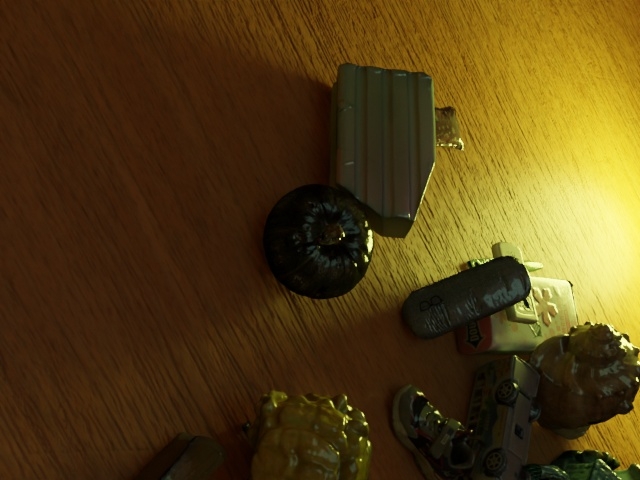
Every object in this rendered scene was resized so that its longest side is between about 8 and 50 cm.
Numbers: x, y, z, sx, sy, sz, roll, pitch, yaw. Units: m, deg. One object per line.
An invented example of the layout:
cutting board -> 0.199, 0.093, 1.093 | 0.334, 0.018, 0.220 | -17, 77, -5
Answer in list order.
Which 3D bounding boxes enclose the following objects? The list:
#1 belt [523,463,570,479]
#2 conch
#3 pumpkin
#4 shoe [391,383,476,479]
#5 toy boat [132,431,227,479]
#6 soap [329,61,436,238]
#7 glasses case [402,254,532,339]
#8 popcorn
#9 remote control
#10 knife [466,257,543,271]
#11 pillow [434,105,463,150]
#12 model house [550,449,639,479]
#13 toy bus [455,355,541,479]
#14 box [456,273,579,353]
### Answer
belt -> 0.478, 0.545, 1.679 | 0.152, 0.079, 0.121 | -11, 77, -20
conch -> 0.591, 0.330, 1.750 | 0.264, 0.186, 0.323 | 0, 106, -6
pumpkin -> 0.000, 0.000, 1.443 | 0.224, 0.157, 0.223 | 9, 72, -27
shoe -> 0.232, 0.385, 1.528 | 0.099, 0.126, 0.227 | -38, 102, -39
toy boat -> -0.251, 0.417, 1.124 | 0.321, 0.089, 0.121 | -47, 118, -40
soap -> 0.127, -0.186, 1.599 | 0.208, 0.115, 0.346 | 4, 68, -8
glasses case -> 0.310, 0.120, 1.637 | 0.283, 0.067, 0.109 | -22, 74, -4
popcorn -> -0.032, 0.352, 1.249 | 0.226, 0.249, 0.249 | 19, 56, 7
remote control -> 0.431, 0.093, 1.724 | 0.088, 0.029, 0.189 | 13, 59, -37
knife -> 0.460, 0.059, 1.913 | 0.293, 0.020, 0.043 | 0, 77, -40
pillow -> 0.278, -0.276, 1.858 | 0.185, 0.043, 0.118 | -3, 79, -41
model house -> 0.723, 0.612, 1.735 | 0.252, 0.329, 0.294 | -42, 105, -38
toy bus -> 0.372, 0.411, 1.629 | 0.109, 0.136, 0.329 | 39, 53, -26
box -> 0.469, 0.174, 1.818 | 0.370, 0.112, 0.190 | 6, 72, -39
